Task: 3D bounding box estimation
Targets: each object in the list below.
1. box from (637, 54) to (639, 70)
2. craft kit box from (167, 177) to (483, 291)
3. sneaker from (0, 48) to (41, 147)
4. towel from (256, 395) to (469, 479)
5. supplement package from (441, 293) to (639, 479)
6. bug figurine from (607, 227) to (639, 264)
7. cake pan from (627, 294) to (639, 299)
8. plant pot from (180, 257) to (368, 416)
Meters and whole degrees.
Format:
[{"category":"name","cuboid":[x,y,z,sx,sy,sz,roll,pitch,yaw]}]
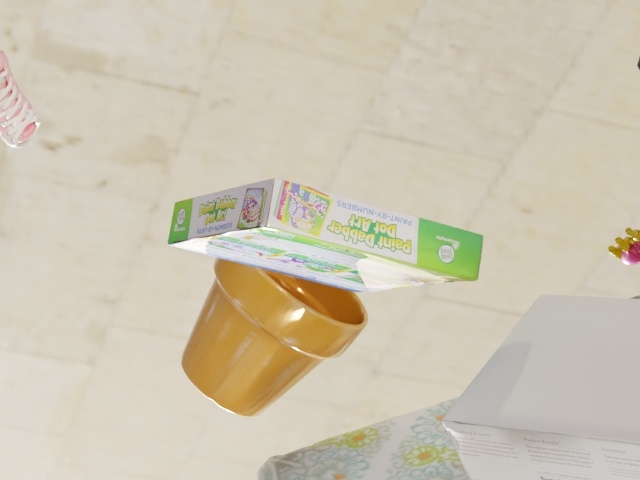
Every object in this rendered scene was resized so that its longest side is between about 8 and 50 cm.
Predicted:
[{"category":"box","cuboid":[0.470,-0.195,1.710,0.156,0.158,0.093,-108,-161,-45]},{"category":"craft kit box","cuboid":[0.000,0.000,1.576,0.246,0.249,0.061,-3,-106,61]},{"category":"sneaker","cuboid":[-0.315,-0.141,1.504,0.051,0.070,0.134,-43,163,-22]},{"category":"towel","cuboid":[0.116,0.314,1.734,0.320,0.374,0.090,-104,176,-67]},{"category":"supplement package","cuboid":[0.290,0.170,1.416,0.261,0.145,0.204,2,-143,43]},{"category":"bug figurine","cuboid":[0.505,0.003,1.930,0.216,0.279,0.072,-44,-167,28]},{"category":"cake pan","cuboid":[0.451,0.182,1.734,0.054,0.293,0.293,-49,-178,-25]},{"category":"plant pot","cuboid":[-0.075,0.113,1.899,0.188,0.205,0.205,-53,-158,16]}]
